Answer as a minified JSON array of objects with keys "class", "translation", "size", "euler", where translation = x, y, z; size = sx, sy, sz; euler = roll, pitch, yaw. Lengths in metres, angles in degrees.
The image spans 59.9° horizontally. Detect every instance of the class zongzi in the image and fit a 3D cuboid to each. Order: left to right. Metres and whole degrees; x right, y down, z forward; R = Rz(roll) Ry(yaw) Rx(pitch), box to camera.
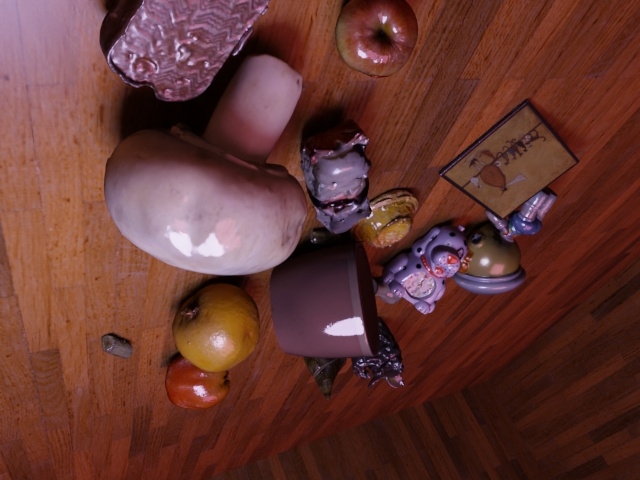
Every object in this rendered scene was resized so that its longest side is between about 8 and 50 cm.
[{"class":"zongzi","translation":[0.000,0.000,1.343],"size":[0.076,0.040,0.083],"euler":[-2,161,-25]},{"class":"zongzi","translation":[0.050,0.480,1.984],"size":[0.187,0.184,0.084],"euler":[6,133,-44]}]

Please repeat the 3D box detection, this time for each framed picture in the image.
[{"class":"framed picture","translation":[0.480,-0.184,1.389],"size":[0.255,0.014,0.339],"euler":[-40,139,24]}]

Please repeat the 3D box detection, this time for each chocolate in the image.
[{"class":"chocolate","translation":[-0.171,-0.286,0.688],"size":[0.214,0.093,0.148],"euler":[-42,146,24]}]

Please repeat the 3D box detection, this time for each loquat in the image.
[{"class":"loquat","translation":[-0.245,0.204,1.309],"size":[0.208,0.208,0.208],"euler":[-19,150,-12]}]

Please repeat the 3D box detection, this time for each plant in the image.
[{"class":"plant","translation":[0.193,0.403,1.939],"size":[0.178,0.233,0.204],"euler":[-21,156,1]}]

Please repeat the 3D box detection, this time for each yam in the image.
[{"class":"yam","translation":[-0.495,0.260,1.353],"size":[0.043,0.043,0.094],"euler":[-29,152,5]}]

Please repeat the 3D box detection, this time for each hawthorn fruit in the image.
[{"class":"hawthorn fruit","translation":[-0.341,0.388,1.550],"size":[0.189,0.189,0.189],"euler":[-19,150,-12]}]

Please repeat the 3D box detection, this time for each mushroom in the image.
[{"class":"mushroom","translation":[-0.148,-0.118,0.844],"size":[0.314,0.314,0.336],"euler":[24,91,-54]}]

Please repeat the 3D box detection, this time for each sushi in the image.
[{"class":"sushi","translation":[0.033,-0.115,1.081],"size":[0.124,0.129,0.332],"euler":[-23,151,-6]}]

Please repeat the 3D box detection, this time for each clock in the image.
[{"class":"clock","translation":[0.319,0.061,1.566],"size":[0.189,0.188,0.254],"euler":[12,127,-47]}]

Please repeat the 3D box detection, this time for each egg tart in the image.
[{"class":"egg tart","translation":[0.162,-0.041,1.362],"size":[0.191,0.074,0.191],"euler":[-20,152,-11]}]

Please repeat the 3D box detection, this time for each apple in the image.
[{"class":"apple","translation":[0.082,-0.310,0.830],"size":[0.126,0.102,0.125],"euler":[-3,108,-10]}]

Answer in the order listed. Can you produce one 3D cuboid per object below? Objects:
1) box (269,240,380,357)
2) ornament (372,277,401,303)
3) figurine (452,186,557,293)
[{"class":"box","translation":[0.015,0.150,1.334],"size":[0.216,0.300,0.301],"euler":[-9,153,13]},{"class":"ornament","translation":[0.193,0.148,1.687],"size":[0.075,0.081,0.156],"euler":[-6,166,43]},{"class":"figurine","translation":[0.536,0.010,1.614],"size":[0.225,0.205,0.381],"euler":[-13,140,-33]}]
